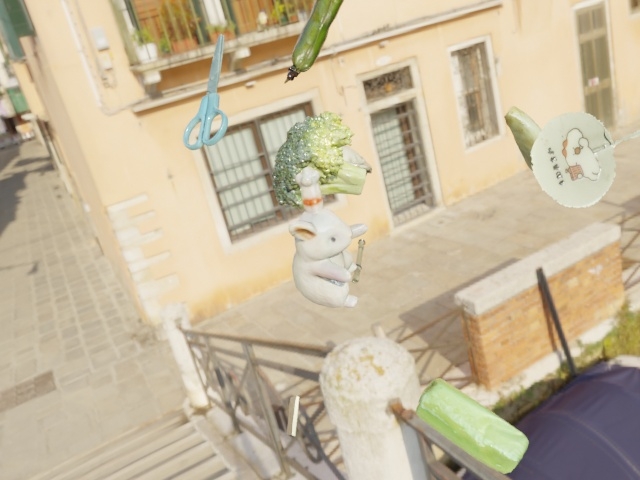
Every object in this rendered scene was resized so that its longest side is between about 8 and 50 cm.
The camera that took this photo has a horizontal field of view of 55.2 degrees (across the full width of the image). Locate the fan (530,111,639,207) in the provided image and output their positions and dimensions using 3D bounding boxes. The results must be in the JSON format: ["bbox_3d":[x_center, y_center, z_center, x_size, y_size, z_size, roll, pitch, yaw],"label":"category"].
[{"bbox_3d":[0.561,-0.184,1.215,0.329,0.191,0.009,-23,5,-11],"label":"fan"}]

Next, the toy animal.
[{"bbox_3d":[0.014,0.007,1.148,0.138,0.282,0.140,8,46,6],"label":"toy animal"}]

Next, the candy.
[{"bbox_3d":[0.458,0.566,1.880,0.343,0.132,0.142,32,19,19],"label":"candy"}]

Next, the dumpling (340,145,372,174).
[{"bbox_3d":[0.063,-0.269,2.146,0.172,0.142,0.247,-3,6,-43],"label":"dumpling"}]

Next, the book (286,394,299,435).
[{"bbox_3d":[-0.101,0.638,2.229,0.016,0.138,0.199,8,-17,-6],"label":"book"}]

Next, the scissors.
[{"bbox_3d":[-0.363,-0.510,2.055,0.192,0.447,0.029,-10,-25,35],"label":"scissors"}]

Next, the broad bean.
[{"bbox_3d":[0.002,-0.501,1.375,0.061,0.339,0.077,23,28,-10],"label":"broad bean"}]

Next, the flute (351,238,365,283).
[{"bbox_3d":[0.118,0.062,1.889,0.027,0.027,0.233,-10,27,14],"label":"flute"}]

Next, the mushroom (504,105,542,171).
[{"bbox_3d":[0.629,-0.237,1.728,0.087,0.333,0.107,-50,6,-34],"label":"mushroom"}]

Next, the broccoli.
[{"bbox_3d":[0.003,-0.193,1.591,0.243,0.263,0.247,17,-9,-13],"label":"broccoli"}]
